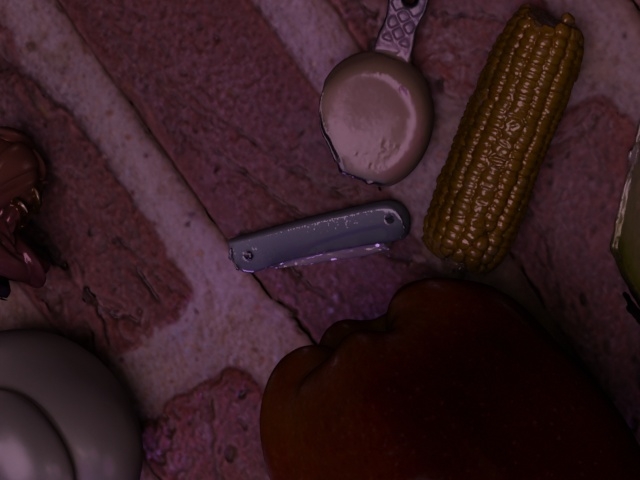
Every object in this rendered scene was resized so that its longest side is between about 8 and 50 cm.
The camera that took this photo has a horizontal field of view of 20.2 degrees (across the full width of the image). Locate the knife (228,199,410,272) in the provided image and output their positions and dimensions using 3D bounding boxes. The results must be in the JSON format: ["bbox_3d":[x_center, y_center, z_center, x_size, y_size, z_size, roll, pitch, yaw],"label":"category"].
[{"bbox_3d":[0.000,0.000,1.527,0.162,0.023,0.044,-13,104,19],"label":"knife"}]

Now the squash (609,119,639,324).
[{"bbox_3d":[0.305,-0.011,1.280,0.210,0.309,0.234,17,109,12],"label":"squash"}]

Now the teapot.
[{"bbox_3d":[-0.243,0.237,1.595,0.220,0.149,0.318,-33,92,23],"label":"teapot"}]

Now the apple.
[{"bbox_3d":[0.110,0.189,1.414,0.288,0.288,0.317,-32,86,21],"label":"apple"}]

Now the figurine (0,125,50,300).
[{"bbox_3d":[-0.286,-0.018,1.560,0.126,0.114,0.157,20,108,-5],"label":"figurine"}]

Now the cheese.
[{"bbox_3d":[0.047,-0.128,1.466,0.092,0.047,0.171,1,105,14],"label":"cheese"}]

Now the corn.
[{"bbox_3d":[0.144,-0.076,1.435,0.080,0.080,0.238,21,109,10],"label":"corn"}]
